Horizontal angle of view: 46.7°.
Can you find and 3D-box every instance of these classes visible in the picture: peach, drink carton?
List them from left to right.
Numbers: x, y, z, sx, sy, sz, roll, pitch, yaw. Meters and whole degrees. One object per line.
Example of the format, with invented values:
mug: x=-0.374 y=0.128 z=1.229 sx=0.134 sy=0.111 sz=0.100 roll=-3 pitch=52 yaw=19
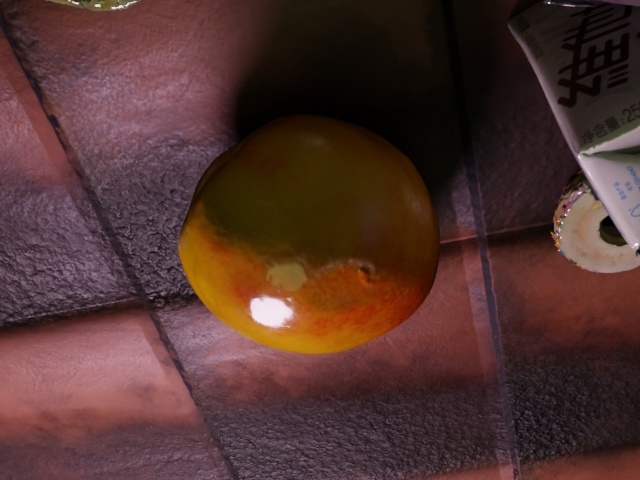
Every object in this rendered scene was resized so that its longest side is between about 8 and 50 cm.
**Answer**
peach: x=0.002 y=0.001 z=0.869 sx=0.308 sy=0.289 sz=0.289 roll=35 pitch=120 yaw=-15
drink carton: x=0.316 y=-0.160 z=0.704 sx=0.194 sy=0.324 sz=0.132 roll=-28 pitch=120 yaw=20

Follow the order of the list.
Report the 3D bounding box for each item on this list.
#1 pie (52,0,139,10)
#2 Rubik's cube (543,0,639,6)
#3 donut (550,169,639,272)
pie: x=-0.255 y=-0.373 z=0.671 sx=0.324 sy=0.070 sz=0.323 roll=0 pitch=110 yaw=-1
Rubik's cube: x=0.299 y=-0.350 z=0.475 sx=0.310 sy=0.305 sz=0.307 roll=16 pitch=156 yaw=26
donut: x=0.365 y=-0.015 z=0.971 sx=0.166 sy=0.065 sz=0.108 roll=29 pitch=125 yaw=-19
